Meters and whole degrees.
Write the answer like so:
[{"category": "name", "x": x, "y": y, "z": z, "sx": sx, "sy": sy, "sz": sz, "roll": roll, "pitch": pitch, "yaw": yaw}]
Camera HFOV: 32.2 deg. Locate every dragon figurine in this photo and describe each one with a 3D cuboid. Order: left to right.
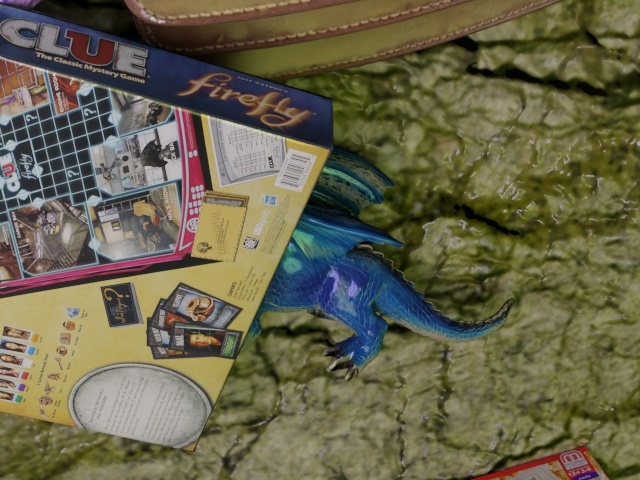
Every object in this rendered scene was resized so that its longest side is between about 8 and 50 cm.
[{"category": "dragon figurine", "x": 0.000, "y": 0.000, "z": 0.666, "sx": 0.289, "sy": 0.085, "sz": 0.144, "roll": 9, "pitch": 122, "yaw": -8}]

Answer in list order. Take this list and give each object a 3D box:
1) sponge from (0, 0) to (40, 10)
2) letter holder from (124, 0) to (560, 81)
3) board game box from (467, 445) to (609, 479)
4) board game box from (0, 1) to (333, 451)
[{"category": "sponge", "x": -0.199, "y": -0.092, "z": 0.570, "sx": 0.210, "sy": 0.117, "sz": 0.031, "roll": -43, "pitch": 114, "yaw": 9}, {"category": "letter holder", "x": 0.043, "y": -0.177, "z": 0.565, "sx": 0.302, "sy": 0.152, "sz": 0.214, "roll": -16, "pitch": 119, "yaw": -5}, {"category": "board game box", "x": 0.127, "y": 0.252, "z": 0.844, "sx": 0.193, "sy": 0.045, "sz": 0.147, "roll": -14, "pitch": 117, "yaw": -5}, {"category": "board game box", "x": -0.110, "y": 0.009, "z": 0.571, "sx": 0.165, "sy": 0.042, "sz": 0.243, "roll": 15, "pitch": 131, "yaw": -13}]
